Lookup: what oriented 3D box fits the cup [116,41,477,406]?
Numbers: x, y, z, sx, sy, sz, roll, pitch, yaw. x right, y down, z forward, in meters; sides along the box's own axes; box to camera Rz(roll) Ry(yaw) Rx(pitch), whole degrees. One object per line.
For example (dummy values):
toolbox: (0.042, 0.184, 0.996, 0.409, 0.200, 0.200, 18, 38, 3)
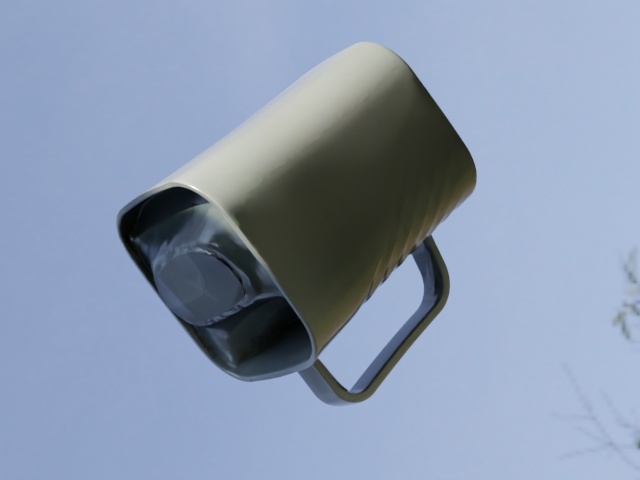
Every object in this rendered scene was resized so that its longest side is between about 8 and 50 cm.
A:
cup: (0.000, 0.000, 0.640, 0.129, 0.095, 0.128, -42, -80, -30)
